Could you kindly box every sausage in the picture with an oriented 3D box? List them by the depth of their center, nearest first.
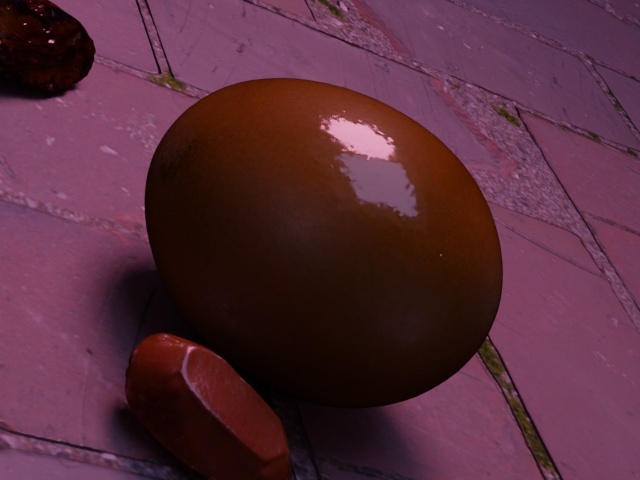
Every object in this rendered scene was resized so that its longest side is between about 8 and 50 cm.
[{"bbox_3d":[-0.090,0.152,1.323,0.179,0.089,0.089,43,26,-5],"label":"sausage"}]

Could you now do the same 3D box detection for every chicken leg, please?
[{"bbox_3d":[-0.360,-0.249,1.640,0.322,0.083,0.177,14,32,-54],"label":"chicken leg"}]

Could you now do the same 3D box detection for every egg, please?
[{"bbox_3d":[0.000,0.000,1.453,0.351,0.282,0.282,37,26,8],"label":"egg"}]

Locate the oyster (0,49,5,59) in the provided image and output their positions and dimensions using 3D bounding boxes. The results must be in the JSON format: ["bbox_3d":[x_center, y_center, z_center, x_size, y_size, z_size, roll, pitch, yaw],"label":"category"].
[{"bbox_3d":[-0.366,-0.110,1.342,0.198,0.133,0.337,1,55,-27],"label":"oyster"}]
